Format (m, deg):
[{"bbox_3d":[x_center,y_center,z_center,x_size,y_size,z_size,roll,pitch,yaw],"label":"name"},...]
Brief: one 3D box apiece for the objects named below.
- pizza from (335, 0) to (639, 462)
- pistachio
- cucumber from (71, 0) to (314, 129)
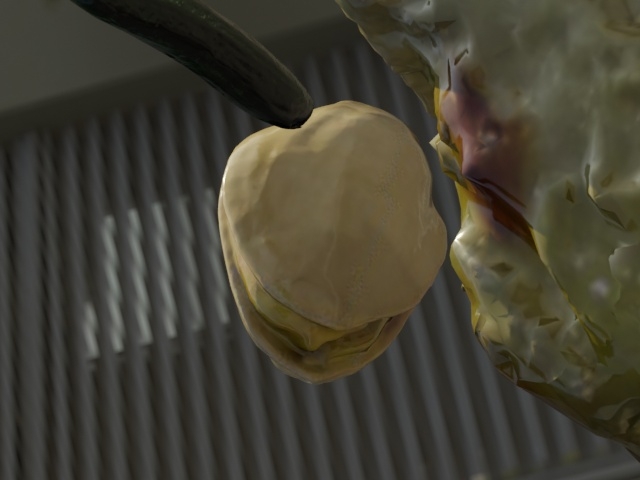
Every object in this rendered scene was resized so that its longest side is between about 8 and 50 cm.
[{"bbox_3d":[0.125,0.058,0.373,0.323,0.089,0.223,41,-177,-31],"label":"pizza"},{"bbox_3d":[0.000,0.000,1.204,0.117,0.145,0.200,-59,5,47],"label":"pistachio"},{"bbox_3d":[-0.059,-0.096,0.964,0.184,0.036,0.033,29,-163,-43],"label":"cucumber"}]
